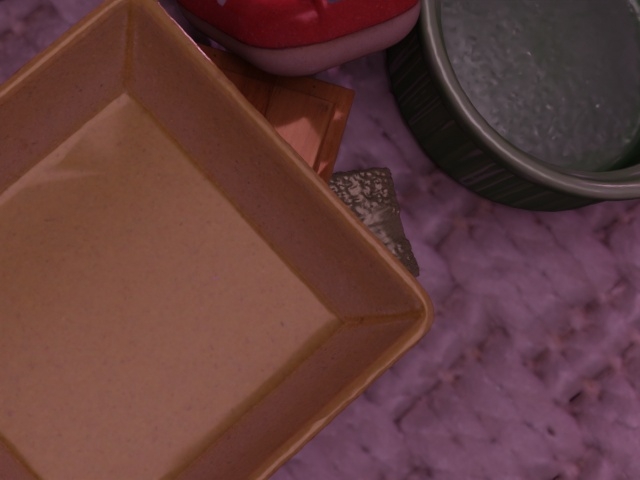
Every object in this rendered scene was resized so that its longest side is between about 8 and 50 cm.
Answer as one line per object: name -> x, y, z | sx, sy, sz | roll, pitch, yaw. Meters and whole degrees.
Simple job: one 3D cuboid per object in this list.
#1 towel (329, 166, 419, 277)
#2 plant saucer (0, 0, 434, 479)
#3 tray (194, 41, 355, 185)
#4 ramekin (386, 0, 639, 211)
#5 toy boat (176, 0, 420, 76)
towel -> 0.000, 0.000, 1.370 | 0.148, 0.027, 0.110 | -13, 83, -16
plant saucer -> -0.146, 0.046, 1.202 | 0.333, 0.081, 0.333 | -41, 84, -14
tray -> -0.125, 0.053, 1.282 | 0.203, 0.076, 0.411 | 16, 76, -2
ramekin -> 0.200, -0.167, 1.398 | 0.303, 0.148, 0.303 | 3, 78, -16
toy boat -> -0.031, -0.229, 1.294 | 0.151, 0.231, 0.151 | -22, 121, -22
